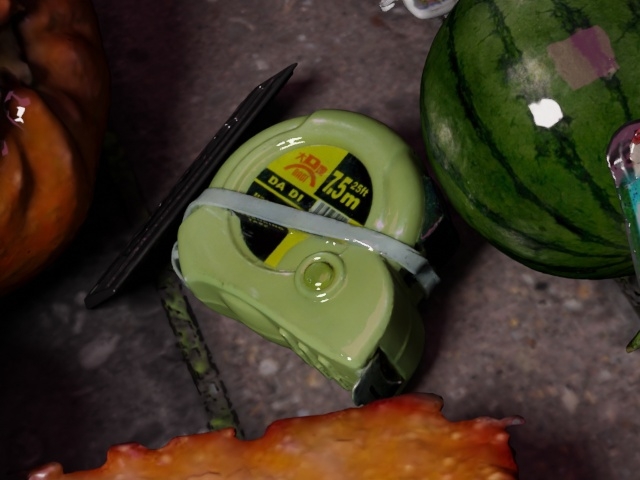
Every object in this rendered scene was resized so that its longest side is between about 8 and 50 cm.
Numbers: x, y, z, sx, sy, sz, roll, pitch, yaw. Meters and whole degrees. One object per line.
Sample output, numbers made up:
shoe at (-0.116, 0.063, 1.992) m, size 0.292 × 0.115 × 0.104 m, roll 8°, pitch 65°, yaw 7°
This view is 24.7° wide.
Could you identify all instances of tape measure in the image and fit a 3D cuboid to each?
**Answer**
tape measure at (0.000, 0.000, 0.856) m, size 0.177 × 0.087 × 0.154 m, roll 27°, pitch 76°, yaw 31°

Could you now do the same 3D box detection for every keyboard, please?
keyboard at (-0.081, -0.036, 0.922) m, size 0.010 × 0.064 × 0.198 m, roll 42°, pitch 65°, yaw -13°

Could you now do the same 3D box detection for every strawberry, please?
strawberry at (-0.025, 0.213, 0.685) m, size 0.280 × 0.150 × 0.253 m, roll -10°, pitch 34°, yaw 7°

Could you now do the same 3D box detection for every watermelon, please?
watermelon at (0.154, -0.062, 0.808) m, size 0.188 × 0.188 × 0.214 m, roll -18°, pitch 60°, yaw -2°

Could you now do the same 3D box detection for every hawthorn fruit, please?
hawthorn fruit at (-0.283, -0.076, 0.873) m, size 0.298 × 0.277 × 0.277 m, roll -10°, pitch 49°, yaw 38°

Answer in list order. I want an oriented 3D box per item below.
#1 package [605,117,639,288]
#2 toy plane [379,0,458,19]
package at (0.243, 0.036, 0.731) m, size 0.166 × 0.232 × 0.040 m, roll -14°, pitch 10°, yaw -6°
toy plane at (0.130, -0.233, 0.974) m, size 0.107 × 0.182 × 0.273 m, roll -11°, pitch 45°, yaw 44°
